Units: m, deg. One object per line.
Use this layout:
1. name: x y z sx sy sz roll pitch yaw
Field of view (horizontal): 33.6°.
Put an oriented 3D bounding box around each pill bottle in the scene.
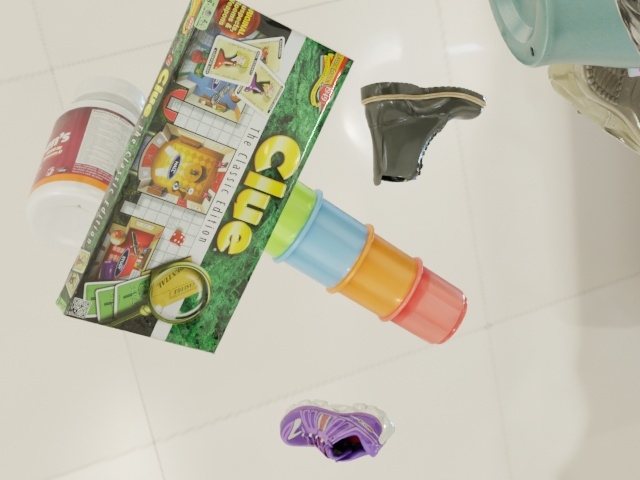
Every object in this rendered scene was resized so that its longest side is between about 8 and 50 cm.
1. pill bottle: -0.281 -0.097 1.315 0.121 0.221 0.121 2 137 2

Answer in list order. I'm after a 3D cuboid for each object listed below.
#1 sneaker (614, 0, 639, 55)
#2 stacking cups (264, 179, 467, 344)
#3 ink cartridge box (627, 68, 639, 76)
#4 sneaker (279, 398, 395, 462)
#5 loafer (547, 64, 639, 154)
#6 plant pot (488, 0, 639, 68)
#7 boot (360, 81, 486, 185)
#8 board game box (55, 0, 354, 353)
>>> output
1. sneaker: 0.266 -0.111 0.685 0.105 0.295 0.147 -31 156 15
2. stacking cups: 0.000 0.000 1.040 0.316 0.096 0.096 32 91 -17
3. ink cartridge box: 0.511 -0.299 1.249 0.311 0.185 0.065 -9 141 19
4. sneaker: 0.009 0.241 1.320 0.068 0.170 0.071 57 46 -24
5. loafer: 0.395 -0.189 1.394 0.269 0.092 0.101 30 85 -40
6. plant pot: 0.303 -0.288 1.049 0.255 0.271 0.271 -16 110 -4
7. boot: 0.143 -0.140 1.459 0.198 0.077 0.136 -2 84 -27
8. board game box: -0.085 -0.046 0.798 0.136 0.030 0.259 19 101 -38
